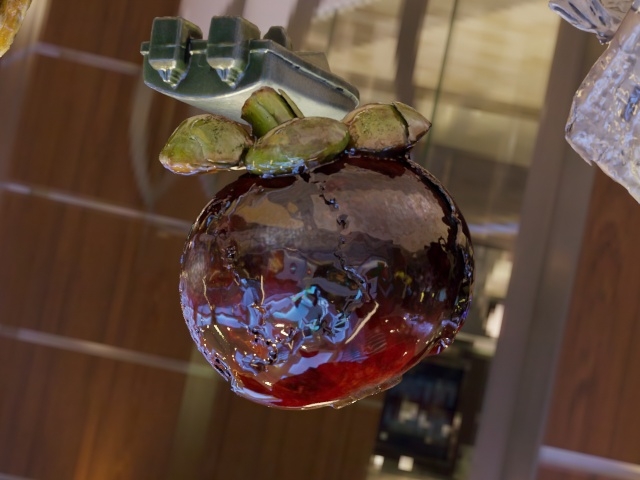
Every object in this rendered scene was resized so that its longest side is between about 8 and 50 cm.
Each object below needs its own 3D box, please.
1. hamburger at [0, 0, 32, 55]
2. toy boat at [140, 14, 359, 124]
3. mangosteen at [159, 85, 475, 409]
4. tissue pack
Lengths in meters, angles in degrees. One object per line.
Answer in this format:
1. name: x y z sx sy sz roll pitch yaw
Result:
1. hamburger: -0.337 -0.258 1.303 0.245 0.260 0.211 -24 145 21
2. toy boat: -0.050 -0.159 1.591 0.141 0.092 0.319 2 174 26
3. mangosteen: 0.000 0.000 0.870 0.166 0.180 0.166 -17 -177 1
4. tissue pack: 0.368 -0.183 1.439 0.305 0.238 0.238 -19 -162 -41
